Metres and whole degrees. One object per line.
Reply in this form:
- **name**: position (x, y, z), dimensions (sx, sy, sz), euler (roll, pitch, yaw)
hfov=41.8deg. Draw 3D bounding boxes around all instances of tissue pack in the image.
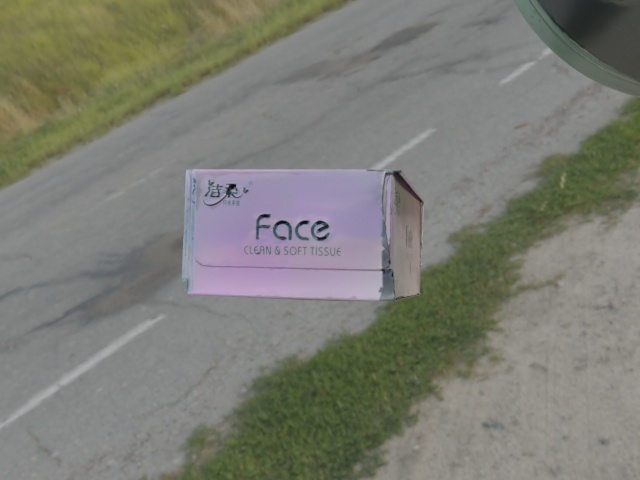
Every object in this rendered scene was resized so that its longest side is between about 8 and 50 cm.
- **tissue pack**: position (0.000, 0.000, 0.665), dimensions (0.149, 0.092, 0.246), euler (1, -2, 11)

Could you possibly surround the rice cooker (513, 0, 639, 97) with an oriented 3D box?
- **rice cooker**: position (0.256, -0.239, 0.509), dimensions (0.288, 0.288, 0.277), euler (-24, -1, -5)
